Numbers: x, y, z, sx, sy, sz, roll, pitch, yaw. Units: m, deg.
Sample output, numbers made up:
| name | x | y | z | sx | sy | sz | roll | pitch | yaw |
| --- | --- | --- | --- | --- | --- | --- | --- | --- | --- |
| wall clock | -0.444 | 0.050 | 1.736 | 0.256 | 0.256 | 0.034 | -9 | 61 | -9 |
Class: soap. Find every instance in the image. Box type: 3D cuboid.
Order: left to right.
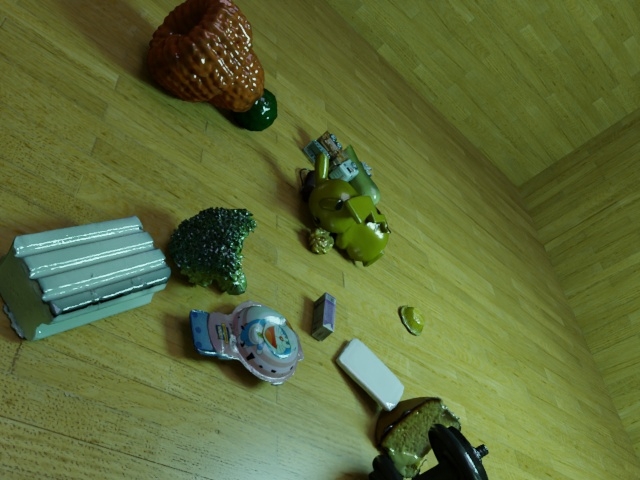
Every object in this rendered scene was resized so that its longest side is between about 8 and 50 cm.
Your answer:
| name | x | y | z | sx | sy | sz | roll | pitch | yaw |
| --- | --- | --- | --- | --- | --- | --- | --- | --- | --- |
| soap | -0.383 | 0.056 | 0.949 | 0.150 | 0.094 | 0.261 | 54 | 30 | 11 |

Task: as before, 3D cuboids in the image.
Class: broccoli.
| name | x | y | z | sx | sy | sz | roll | pitch | yaw |
| --- | --- | --- | --- | --- | --- | --- | --- | --- | --- |
| broccoli | -0.198 | 0.035 | 1.188 | 0.194 | 0.194 | 0.220 | 34 | 11 | -31 |

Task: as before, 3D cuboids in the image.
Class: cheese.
| name | x | y | z | sx | sy | sz | roll | pitch | yaw |
| --- | --- | --- | --- | --- | --- | --- | --- | --- | --- |
| cheese | -0.140 | 0.198 | 1.159 | 0.286 | 0.074 | 0.189 | 20 | 42 | -43 |

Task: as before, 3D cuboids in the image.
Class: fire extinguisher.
| name | x | y | z | sx | sy | sz | roll | pitch | yaw |
| --- | --- | --- | --- | --- | --- | --- | --- | --- | --- |
| fire extinguisher | -0.032 | -0.176 | 1.752 | 0.078 | 0.045 | 0.157 | 31 | 35 | -16 |

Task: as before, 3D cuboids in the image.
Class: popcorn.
| name | x | y | z | sx | sy | sz | roll | pitch | yaw |
| --- | --- | --- | --- | --- | --- | --- | --- | --- | --- |
| popcorn | 0.000 | 0.000 | 1.593 | 0.082 | 0.057 | 0.083 | 0 | 56 | -57 |

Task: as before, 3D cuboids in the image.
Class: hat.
| name | x | y | z | sx | sy | sz | roll | pitch | yaw |
| --- | --- | --- | --- | --- | --- | --- | --- | --- | --- |
| hat | -0.250 | -0.416 | 1.519 | 0.400 | 0.285 | 0.285 | 49 | 26 | -37 |

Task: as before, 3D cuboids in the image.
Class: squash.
| name | x | y | z | sx | sy | sz | roll | pitch | yaw |
| --- | --- | --- | --- | --- | --- | --- | --- | --- | --- |
| squash | 0.129 | -0.221 | 2.002 | 0.083 | 0.083 | 0.250 | 8 | 49 | -52 |

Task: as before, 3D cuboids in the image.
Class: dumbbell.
| name | x | y | z | sx | sy | sz | roll | pitch | yaw |
| --- | --- | --- | --- | --- | --- | --- | --- | --- | --- |
| dumbbell | 0.221 | 0.498 | 1.184 | 0.192 | 0.289 | 0.192 | 60 | -14 | 25 |

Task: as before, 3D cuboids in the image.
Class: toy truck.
| name | x | y | z | sx | sy | sz | roll | pitch | yaw |
| --- | --- | --- | --- | --- | --- | --- | --- | --- | --- |
| toy truck | 0.036 | -0.262 | 1.905 | 0.178 | 0.080 | 0.115 | 51 | 34 | -2 |

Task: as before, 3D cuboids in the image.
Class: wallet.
| name | x | y | z | sx | sy | sz | roll | pitch | yaw |
| --- | --- | --- | --- | --- | --- | --- | --- | --- | --- |
| wallet | 0.123 | 0.328 | 1.422 | 0.183 | 0.032 | 0.124 | 45 | 30 | 4 |

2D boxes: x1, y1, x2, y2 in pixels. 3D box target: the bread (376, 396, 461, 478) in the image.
| name | x | y | z | sx | sy | sz | roll | pitch | yaw |
| --- | --- | --- | --- | --- | --- | --- | --- | --- | --- |
| bread | 0.220 | 0.454 | 1.350 | 0.140 | 0.169 | 0.160 | 53 | 44 | -4 |

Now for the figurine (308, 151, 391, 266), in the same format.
| name | x | y | z | sx | sy | sz | roll | pitch | yaw |
| --- | --- | --- | --- | --- | --- | --- | --- | --- | --- |
| figurine | 0.077 | -0.069 | 1.654 | 0.326 | 0.169 | 0.218 | 37 | 24 | -31 |

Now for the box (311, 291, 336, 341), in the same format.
| name | x | y | z | sx | sy | sz | roll | pitch | yaw |
| --- | --- | --- | --- | --- | --- | --- | --- | --- | --- |
| box | 0.008 | 0.185 | 1.411 | 0.036 | 0.050 | 0.117 | 32 | 36 | -20 |

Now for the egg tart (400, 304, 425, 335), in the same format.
| name | x | y | z | sx | sy | sz | roll | pitch | yaw |
| --- | --- | --- | --- | --- | --- | --- | --- | --- | --- |
| egg tart | 0.287 | 0.239 | 1.769 | 0.105 | 0.039 | 0.105 | 38 | 31 | -29 |

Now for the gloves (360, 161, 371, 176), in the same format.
| name | x | y | z | sx | sy | sz | roll | pitch | yaw |
| --- | --- | --- | --- | --- | --- | --- | --- | --- | --- |
| gloves | 0.166 | -0.265 | 2.152 | 0.086 | 0.026 | 0.064 | -3 | 62 | -62 |
